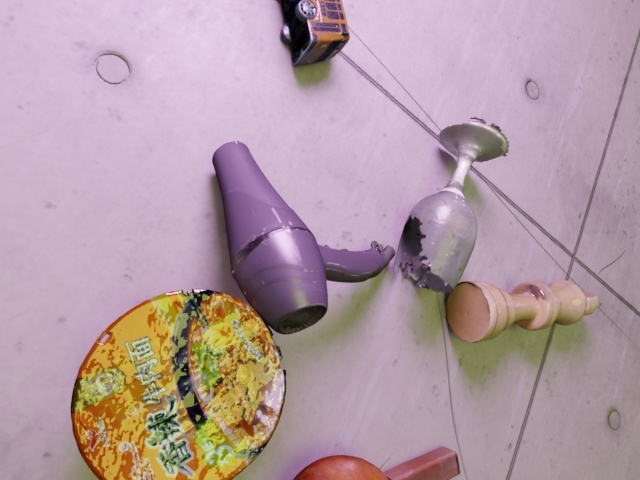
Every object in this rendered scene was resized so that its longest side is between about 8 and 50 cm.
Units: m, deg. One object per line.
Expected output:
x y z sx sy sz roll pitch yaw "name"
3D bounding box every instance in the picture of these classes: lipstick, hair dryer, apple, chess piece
0.183 0.422 0.795 0.145 0.045 0.045 -8 89 -26 "lipstick"
0.000 0.000 0.701 0.361 0.121 0.301 12 42 -46 "hair dryer"
0.032 0.429 0.652 0.201 0.162 0.202 4 81 -27 "apple"
0.449 0.135 0.926 0.396 0.117 0.117 0 85 -28 "chess piece"

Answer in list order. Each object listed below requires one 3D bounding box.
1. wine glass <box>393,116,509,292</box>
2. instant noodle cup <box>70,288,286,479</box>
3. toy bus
0.244 -0.064 0.824 0.143 0.143 0.322 30 72 -21 "wine glass"
-0.181 0.177 0.559 0.230 0.182 0.231 3 83 -26 "instant noodle cup"
-0.016 -0.405 0.759 0.103 0.091 0.182 -12 88 -27 "toy bus"
